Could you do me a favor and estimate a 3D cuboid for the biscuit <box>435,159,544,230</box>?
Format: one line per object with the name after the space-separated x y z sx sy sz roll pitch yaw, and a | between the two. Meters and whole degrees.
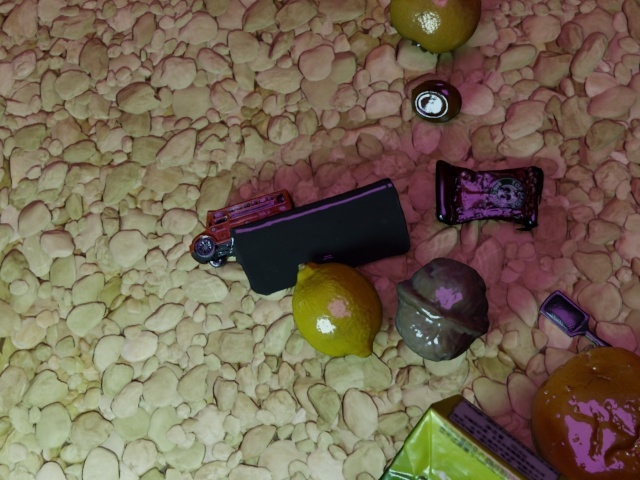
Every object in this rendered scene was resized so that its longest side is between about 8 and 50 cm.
0.367 -0.098 1.831 0.235 0.063 0.151 3 76 9 | biscuit

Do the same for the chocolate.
0.283 0.476 1.590 0.301 0.137 0.288 37 123 16 | chocolate

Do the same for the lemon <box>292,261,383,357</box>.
0.035 0.144 1.767 0.187 0.187 0.244 -39 69 -1 | lemon

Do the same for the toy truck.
-0.173 -0.026 1.893 0.253 0.107 0.114 -16 72 5 | toy truck

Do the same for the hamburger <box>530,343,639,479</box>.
0.559 0.362 1.615 0.290 0.170 0.314 -28 70 -4 | hamburger

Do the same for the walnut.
0.247 0.140 1.709 0.224 0.224 0.224 -3 74 10 | walnut

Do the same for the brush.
0.547 0.184 1.743 0.193 0.016 0.063 42 87 19 | brush

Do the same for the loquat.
0.261 -0.526 1.900 0.208 0.208 0.208 -3 74 10 | loquat

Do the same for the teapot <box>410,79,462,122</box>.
0.263 -0.321 1.912 0.129 0.078 0.098 10 117 26 | teapot

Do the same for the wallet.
0.000 0.000 1.816 0.378 0.197 0.051 -17 34 3 | wallet
